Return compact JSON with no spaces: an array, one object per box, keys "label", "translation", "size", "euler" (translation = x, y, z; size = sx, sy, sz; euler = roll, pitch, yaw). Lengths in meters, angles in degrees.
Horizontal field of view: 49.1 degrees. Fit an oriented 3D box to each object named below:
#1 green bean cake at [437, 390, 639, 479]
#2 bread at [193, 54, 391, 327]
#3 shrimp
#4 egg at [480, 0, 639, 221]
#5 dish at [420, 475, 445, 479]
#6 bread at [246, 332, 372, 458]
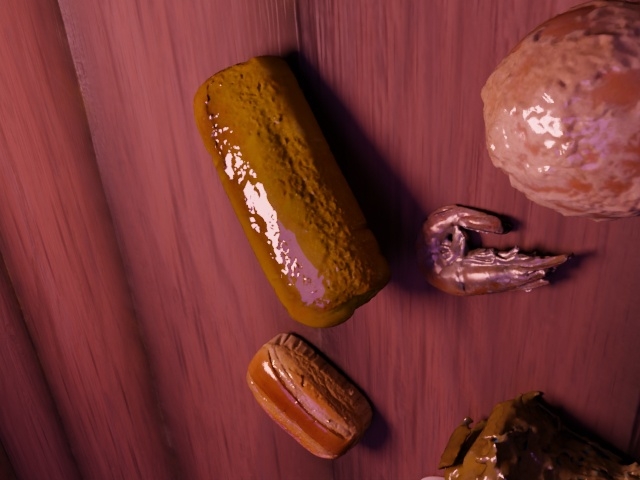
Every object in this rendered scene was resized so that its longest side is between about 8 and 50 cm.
[{"label":"green bean cake","translation":[0.325,0.350,0.919],"size":[0.310,0.202,0.285],"euler":[43,135,7]},{"label":"bread","translation":[-0.049,-0.064,0.945],"size":[0.166,0.112,0.384],"euler":[-27,86,26]},{"label":"shrimp","translation":[0.212,0.011,0.897],"size":[0.223,0.047,0.126],"euler":[-6,104,43]},{"label":"egg","translation":[0.272,-0.119,0.646],"size":[0.245,0.203,0.203],"euler":[4,121,26]},{"label":"dish","translation":[0.241,0.509,1.184],"size":[0.229,0.081,0.229],"euler":[21,129,28]},{"label":"bread","translation":[-0.024,0.276,1.226],"size":[0.236,0.106,0.140],"euler":[40,134,9]}]
